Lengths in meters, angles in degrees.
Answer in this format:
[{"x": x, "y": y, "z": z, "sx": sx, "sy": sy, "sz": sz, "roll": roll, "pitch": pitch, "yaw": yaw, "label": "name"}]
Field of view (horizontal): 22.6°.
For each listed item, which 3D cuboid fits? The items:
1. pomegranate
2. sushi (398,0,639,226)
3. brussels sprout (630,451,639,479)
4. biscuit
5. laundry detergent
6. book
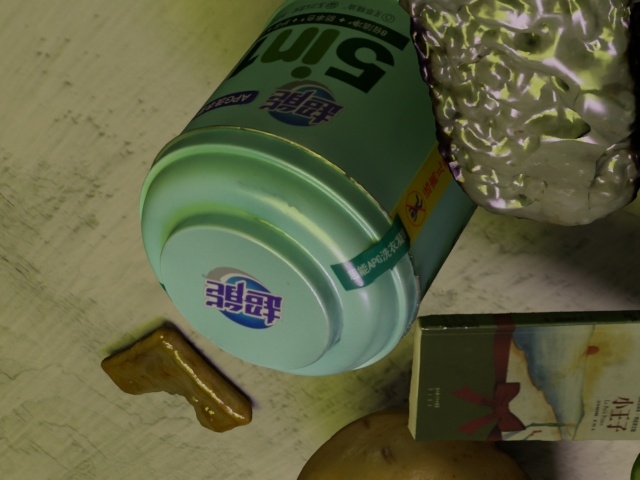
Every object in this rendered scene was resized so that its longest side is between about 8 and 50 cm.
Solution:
[{"x": 0.120, "y": 0.327, "z": 1.845, "sx": 0.342, "sy": 0.342, "sz": 0.342, "roll": 19, "pitch": 140, "yaw": 17, "label": "pomegranate"}, {"x": 0.205, "y": -0.172, "z": 1.342, "sx": 0.234, "sy": 0.207, "sz": 0.348, "roll": 5, "pitch": 140, "yaw": 15, "label": "sushi"}, {"x": 0.411, "y": 0.273, "z": 1.727, "sx": 0.155, "sy": 0.117, "sz": 0.155, "roll": 29, "pitch": 145, "yaw": 23, "label": "brussels sprout"}, {"x": -0.190, "y": 0.197, "z": 2.135, "sx": 0.183, "sy": 0.039, "sz": 0.174, "roll": 44, "pitch": 140, "yaw": -11, "label": "biscuit"}, {"x": -0.002, "y": -0.044, "z": 1.532, "sx": 0.287, "sy": 0.305, "sz": 0.287, "roll": 19, "pitch": 139, "yaw": 18, "label": "laundry detergent"}, {"x": 0.230, "y": 0.130, "z": 1.520, "sx": 0.289, "sy": 0.026, "sz": 0.201, "roll": -1, "pitch": 140, "yaw": 0, "label": "book"}]
